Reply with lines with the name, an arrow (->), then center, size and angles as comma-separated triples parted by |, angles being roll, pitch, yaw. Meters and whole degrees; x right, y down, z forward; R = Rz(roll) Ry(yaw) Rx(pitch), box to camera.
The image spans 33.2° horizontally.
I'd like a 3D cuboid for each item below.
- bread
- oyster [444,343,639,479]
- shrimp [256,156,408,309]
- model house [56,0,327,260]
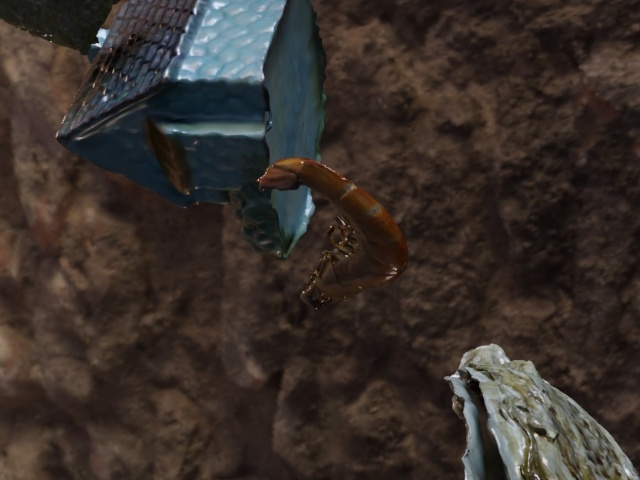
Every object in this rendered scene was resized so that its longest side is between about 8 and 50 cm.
bread -> -0.253, -0.253, 1.002 | 0.064, 0.232, 0.172 | -102, 178, -56
oyster -> 0.157, 0.176, 0.774 | 0.112, 0.268, 0.198 | -42, -92, 17
shrimp -> 0.000, 0.000, 0.583 | 0.091, 0.025, 0.127 | 39, -32, 3
model house -> -0.130, -0.127, 1.055 | 0.241, 0.261, 0.225 | 3, -47, 9
